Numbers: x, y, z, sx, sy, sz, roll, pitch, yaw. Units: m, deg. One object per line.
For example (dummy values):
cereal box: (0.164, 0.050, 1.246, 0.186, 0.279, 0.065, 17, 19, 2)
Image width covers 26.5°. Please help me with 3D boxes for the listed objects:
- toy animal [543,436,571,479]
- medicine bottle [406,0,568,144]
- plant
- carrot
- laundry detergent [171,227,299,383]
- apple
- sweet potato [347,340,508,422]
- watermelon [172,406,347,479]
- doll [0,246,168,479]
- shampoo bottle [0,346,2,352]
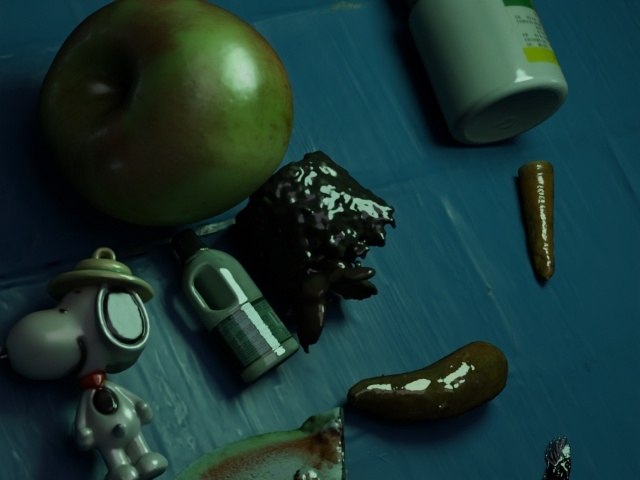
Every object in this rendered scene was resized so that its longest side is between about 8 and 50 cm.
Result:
toy animal: (0.348, 0.381, 1.996, 0.108, 0.062, 0.220, 31, 47, -38)
medicine bottle: (0.260, -0.352, 2.268, 0.208, 0.208, 0.340, -4, 66, -35)
plant: (0.000, 0.000, 1.906, 0.204, 0.178, 0.234, -29, 76, -42)
carrot: (0.365, -0.029, 2.251, 0.061, 0.061, 0.210, 14, 60, -26)
laundry detergent: (-0.127, 0.081, 1.844, 0.099, 0.070, 0.226, -32, 84, -35)
apple: (-0.194, -0.170, 1.803, 0.277, 0.319, 0.319, 17, 50, -58)
sweet potato: (0.167, 0.211, 1.948, 0.291, 0.097, 0.097, -12, 70, -37)
watermelon: (-0.054, 0.331, 1.648, 0.289, 0.213, 0.320, 18, 66, -22)
doll: (-0.258, 0.163, 1.681, 0.208, 0.144, 0.271, -40, 86, -23)
shampoo bottle: (-0.453, 0.130, 1.623, 0.141, 0.034, 0.049, -15, 79, -38)
